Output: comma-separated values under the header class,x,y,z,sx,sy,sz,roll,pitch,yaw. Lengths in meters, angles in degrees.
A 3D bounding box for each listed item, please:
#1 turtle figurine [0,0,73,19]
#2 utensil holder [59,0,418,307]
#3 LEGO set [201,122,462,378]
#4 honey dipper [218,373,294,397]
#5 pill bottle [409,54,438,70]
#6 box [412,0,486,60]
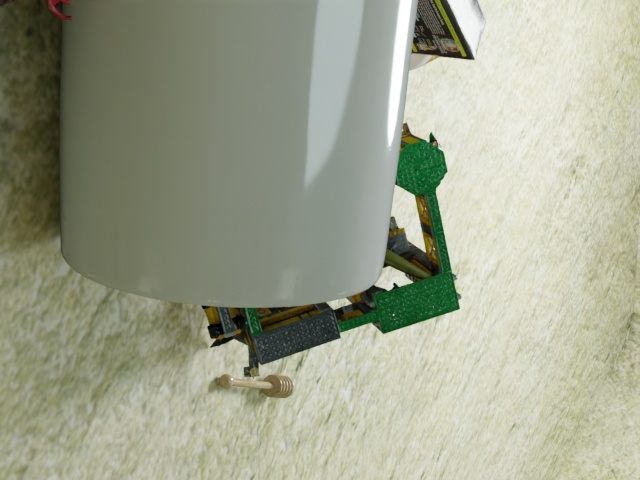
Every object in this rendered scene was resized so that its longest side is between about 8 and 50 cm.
class,x,y,z,sx,sy,sz,roll,pitch,yaw
turtle figurine,-0.270,-0.220,0.961,0.234,0.118,0.175,-34,130,-50
utensil holder,-0.072,-0.166,1.153,0.328,0.328,0.385,-25,123,-61
LEGO set,0.000,0.000,1.486,0.254,0.331,0.192,68,-9,-18
honey dipper,-0.084,0.181,1.616,0.161,0.031,0.030,18,83,-61
pill bottle,0.123,-0.296,1.771,0.208,0.118,0.117,-35,130,-58
box,0.057,-0.310,1.504,0.270,0.216,0.060,47,56,-59
